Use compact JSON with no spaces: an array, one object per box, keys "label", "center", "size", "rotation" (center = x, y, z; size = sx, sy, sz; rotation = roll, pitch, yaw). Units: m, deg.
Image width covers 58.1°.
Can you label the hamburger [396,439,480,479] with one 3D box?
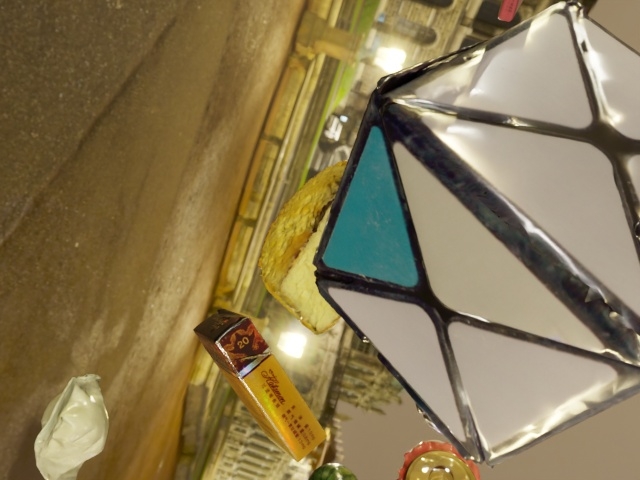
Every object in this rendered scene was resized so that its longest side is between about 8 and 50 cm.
[{"label":"hamburger","center":[0.238,0.490,1.175],"size":[0.137,0.175,0.175],"rotation":[68,40,-80]}]

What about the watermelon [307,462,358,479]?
[{"label":"watermelon","center":[0.024,0.434,0.981],"size":[0.109,0.109,0.109],"rotation":[-161,-90,-88]}]

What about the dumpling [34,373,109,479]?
[{"label":"dumpling","center":[-0.448,0.339,1.021],"size":[0.155,0.111,0.181],"rotation":[29,47,-72]}]

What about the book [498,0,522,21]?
[{"label":"book","center":[0.201,-0.315,0.454],"size":[0.162,0.022,0.232],"rotation":[-59,166,-22]}]

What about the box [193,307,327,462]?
[{"label":"box","center":[-0.175,0.388,1.594],"size":[0.115,0.415,0.264],"rotation":[-35,-168,-20]}]

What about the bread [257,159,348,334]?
[{"label":"bread","center":[-0.001,0.005,0.895],"size":[0.147,0.160,0.261],"rotation":[12,-110,49]}]

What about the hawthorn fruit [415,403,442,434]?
[{"label":"hawthorn fruit","center":[0.324,0.374,1.393],"size":[0.194,0.157,0.157],"rotation":[-32,171,-15]}]

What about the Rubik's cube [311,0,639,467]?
[{"label":"Rubik's cube","center":[0.204,-0.006,0.595],"size":[0.307,0.310,0.305],"rotation":[-32,160,-28]}]
